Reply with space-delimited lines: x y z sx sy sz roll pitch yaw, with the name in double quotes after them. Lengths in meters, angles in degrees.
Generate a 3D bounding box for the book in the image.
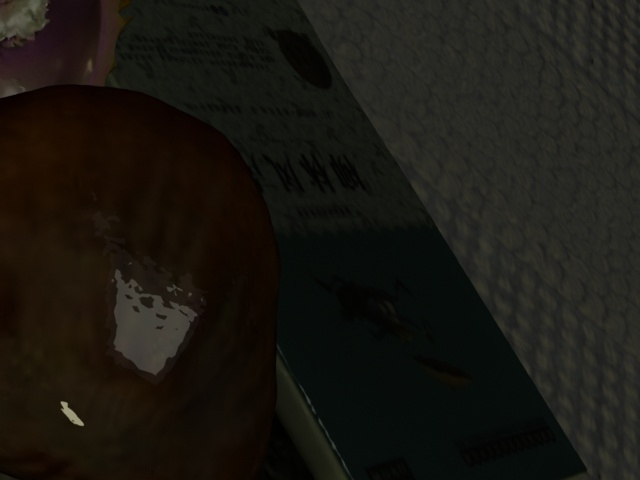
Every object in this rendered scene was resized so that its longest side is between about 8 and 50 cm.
0.000 0.000 1.050 0.264 0.031 0.379 -5 59 -59 "book"

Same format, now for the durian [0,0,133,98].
-0.177 -0.102 0.879 0.165 0.132 0.182 29 51 -16 "durian"

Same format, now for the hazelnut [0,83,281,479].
-0.096 0.027 0.798 0.210 0.210 0.186 44 63 -16 "hazelnut"
